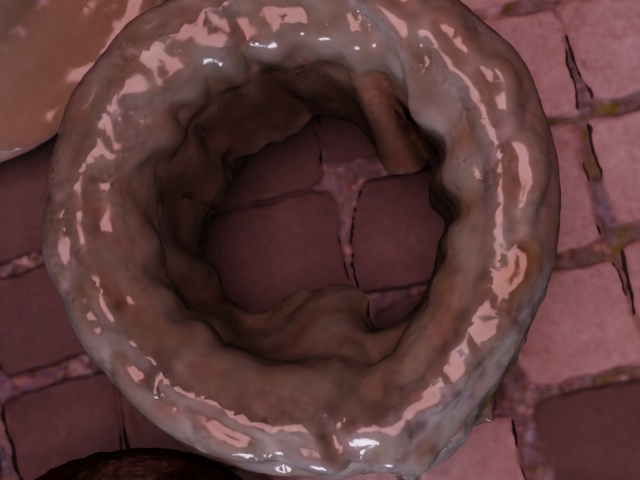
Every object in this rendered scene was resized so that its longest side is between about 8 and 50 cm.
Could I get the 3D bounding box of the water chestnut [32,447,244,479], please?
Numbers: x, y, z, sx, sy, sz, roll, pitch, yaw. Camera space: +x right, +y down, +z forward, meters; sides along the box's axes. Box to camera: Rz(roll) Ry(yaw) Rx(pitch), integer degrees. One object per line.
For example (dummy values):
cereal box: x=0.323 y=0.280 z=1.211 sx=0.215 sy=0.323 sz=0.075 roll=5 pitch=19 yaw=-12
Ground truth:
water chestnut: x=-0.108 y=0.230 z=0.678 sx=0.223 sy=0.238 sz=0.224 roll=0 pitch=108 yaw=1

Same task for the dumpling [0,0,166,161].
dumpling: x=-0.229 y=-0.249 z=0.748 sx=0.315 sy=0.233 sz=0.395 roll=-21 pitch=96 yaw=2

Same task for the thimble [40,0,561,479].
thimble: x=0.000 y=0.000 z=0.701 sx=0.291 sy=0.195 sz=0.291 roll=-1 pitch=83 yaw=9
